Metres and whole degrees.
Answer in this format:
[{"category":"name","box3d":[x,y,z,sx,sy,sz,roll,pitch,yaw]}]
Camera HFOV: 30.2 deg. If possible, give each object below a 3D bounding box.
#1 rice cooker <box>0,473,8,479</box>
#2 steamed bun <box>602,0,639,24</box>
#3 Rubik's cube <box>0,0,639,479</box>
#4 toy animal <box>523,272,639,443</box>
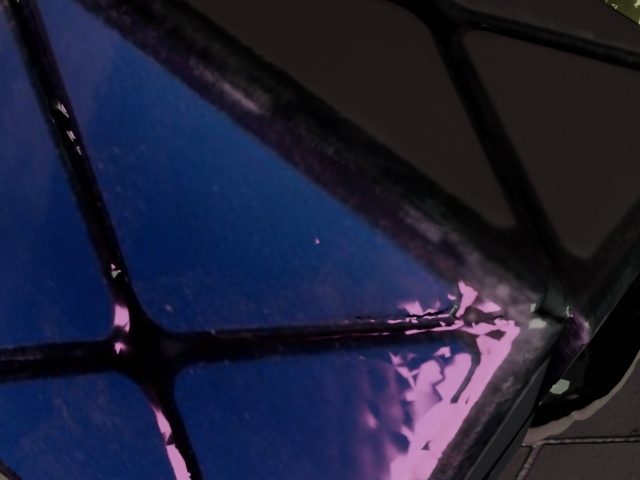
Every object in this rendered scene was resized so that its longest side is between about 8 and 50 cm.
[{"category":"rice cooker","box3d":[-0.271,0.046,0.750,0.288,0.277,0.288,-6,134,-6]},{"category":"steamed bun","box3d":[0.118,-0.201,0.670,0.273,0.166,0.232,2,119,8]},{"category":"Rubik's cube","box3d":[0.000,0.000,0.539,0.255,0.260,0.259,-34,158,-50]},{"category":"toy animal","box3d":[0.149,0.032,0.900,0.156,0.204,0.208,-15,129,-38]}]
